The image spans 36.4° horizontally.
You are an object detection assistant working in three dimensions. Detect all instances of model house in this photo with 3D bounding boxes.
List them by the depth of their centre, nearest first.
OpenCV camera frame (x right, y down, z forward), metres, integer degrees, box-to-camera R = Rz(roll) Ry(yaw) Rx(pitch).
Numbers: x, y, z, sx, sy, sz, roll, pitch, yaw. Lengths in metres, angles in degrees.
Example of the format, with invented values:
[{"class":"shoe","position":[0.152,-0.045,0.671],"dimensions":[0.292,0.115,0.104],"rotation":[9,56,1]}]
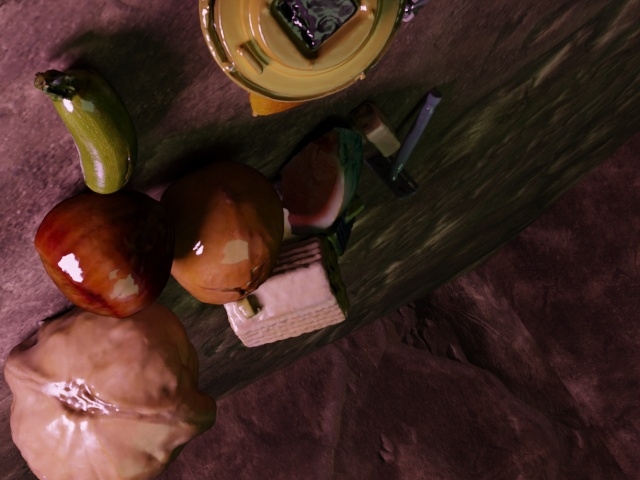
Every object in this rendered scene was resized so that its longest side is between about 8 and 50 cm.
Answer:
[{"class":"model house","position":[-0.058,0.097,1.669],"dimensions":[0.193,0.175,0.234],"rotation":[-16,-173,4]},{"class":"model house","position":[0.000,0.000,1.900],"dimensions":[0.211,0.170,0.194],"rotation":[-33,164,-2]}]

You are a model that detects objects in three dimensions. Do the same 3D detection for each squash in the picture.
[{"class":"squash","position":[-0.251,-0.118,1.112],"dimensions":[0.080,0.071,0.318],"rotation":[-29,166,-11]}]

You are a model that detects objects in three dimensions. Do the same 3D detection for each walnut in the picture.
[{"class":"walnut","position":[-0.150,-0.003,1.489],"dimensions":[0.203,0.203,0.298],"rotation":[-30,160,-11]},{"class":"walnut","position":[-0.364,0.274,1.693],"dimensions":[0.383,0.384,0.383],"rotation":[-31,166,-8]}]

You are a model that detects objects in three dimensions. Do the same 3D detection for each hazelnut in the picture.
[{"class":"hazelnut","position":[-0.277,0.009,1.293],"dimensions":[0.178,0.178,0.204],"rotation":[-35,143,10]}]

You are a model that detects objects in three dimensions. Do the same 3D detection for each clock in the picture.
[{"class":"clock","position":[-0.007,-0.243,1.000],"dimensions":[0.236,0.057,0.237],"rotation":[-11,124,-17]}]

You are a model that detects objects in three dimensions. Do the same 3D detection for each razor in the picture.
[{"class":"razor","position":[0.169,-0.192,1.827],"dimensions":[0.068,0.106,0.232],"rotation":[-24,152,-36]}]

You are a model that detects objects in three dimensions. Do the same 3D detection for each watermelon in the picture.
[{"class":"watermelon","position":[0.028,-0.114,1.683],"dimensions":[0.146,0.128,0.231],"rotation":[-37,179,-41]}]

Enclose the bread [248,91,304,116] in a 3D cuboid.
[{"class":"bread","position":[-0.037,-0.230,1.137],"dimensions":[0.132,0.103,0.172],"rotation":[-24,165,-7]}]

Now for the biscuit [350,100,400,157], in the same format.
[{"class":"biscuit","position":[0.100,-0.189,1.694],"dimensions":[0.052,0.056,0.188],"rotation":[-34,165,9]}]

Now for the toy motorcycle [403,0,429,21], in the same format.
[{"class":"toy motorcycle","position":[0.105,-0.329,1.144],"dimensions":[0.129,0.094,0.229],"rotation":[-32,158,15]}]
